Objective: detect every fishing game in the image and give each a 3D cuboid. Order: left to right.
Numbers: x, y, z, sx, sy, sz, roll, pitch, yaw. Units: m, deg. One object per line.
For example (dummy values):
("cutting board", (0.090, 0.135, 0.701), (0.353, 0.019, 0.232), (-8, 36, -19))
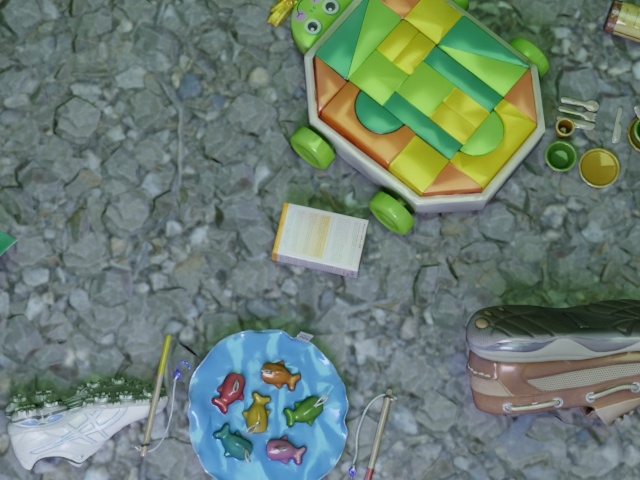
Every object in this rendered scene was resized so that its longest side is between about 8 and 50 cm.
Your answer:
("fishing game", (-0.053, 0.183, 1.868), (0.264, 0.041, 0.189), (18, 73, -9))

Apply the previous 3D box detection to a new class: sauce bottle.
("sauce bottle", (0.396, -0.244, 2.027), (0.128, 0.042, 0.042), (19, 74, 1))

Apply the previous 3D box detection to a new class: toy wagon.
("toy wagon", (0.083, -0.182, 1.982), (0.344, 0.068, 0.267), (39, 76, 8))

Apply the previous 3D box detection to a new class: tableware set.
("tableware set", (0.338, -0.108, 1.994), (0.154, 0.024, 0.104), (14, 75, 1))

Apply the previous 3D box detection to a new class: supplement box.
("supplement box", (0.000, 0.000, 1.943), (0.098, 0.036, 0.062), (13, 74, 2))

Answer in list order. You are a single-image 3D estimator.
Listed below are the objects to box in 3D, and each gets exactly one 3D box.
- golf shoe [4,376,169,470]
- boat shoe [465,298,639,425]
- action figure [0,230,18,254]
("golf shoe", (-0.249, 0.199, 1.875), (0.176, 0.069, 0.086), (-8, 108, -12))
("boat shoe", (0.309, 0.136, 1.890), (0.325, 0.123, 0.116), (1, 108, -11))
("action figure", (-0.463, -0.022, 1.918), (0.232, 0.063, 0.137), (41, 79, 5))
